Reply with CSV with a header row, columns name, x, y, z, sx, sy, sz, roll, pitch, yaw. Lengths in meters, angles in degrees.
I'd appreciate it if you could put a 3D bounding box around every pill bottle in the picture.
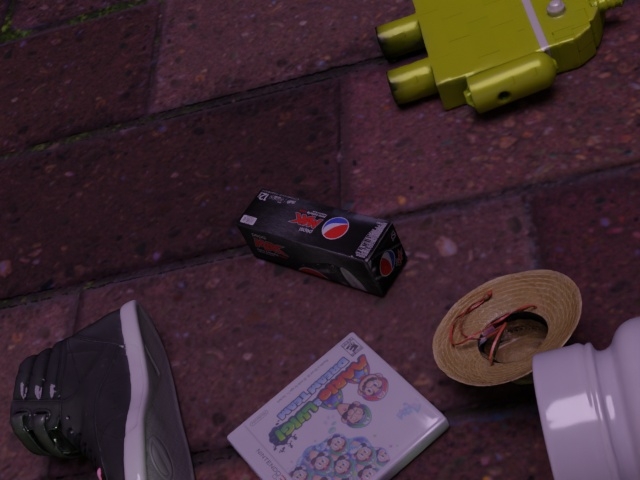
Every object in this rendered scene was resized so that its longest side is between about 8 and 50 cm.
name,x,y,z,sx,sy,sz,roll,pitch,yaw
pill bottle,0.311,0.123,0.864,0.283,0.161,0.161,-13,47,13

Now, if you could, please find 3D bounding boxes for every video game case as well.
name,x,y,z,sx,sy,sz,roll,pitch,yaw
video game case,0.013,0.173,1.053,0.157,0.019,0.143,-39,47,-11

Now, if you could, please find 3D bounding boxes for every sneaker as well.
name,x,y,z,sx,sy,sz,roll,pitch,yaw
sneaker,-0.209,0.191,1.085,0.147,0.104,0.295,-25,40,5

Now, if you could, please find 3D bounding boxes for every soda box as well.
name,x,y,z,sx,sy,sz,roll,pitch,yaw
soda box,0.000,0.000,1.180,0.169,0.060,0.053,16,59,35

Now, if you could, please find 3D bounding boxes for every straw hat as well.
name,x,y,z,sx,sy,sz,roll,pitch,yaw
straw hat,0.175,0.093,1.021,0.144,0.061,0.144,-26,30,17

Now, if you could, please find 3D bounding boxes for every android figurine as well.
name,x,y,z,sx,sy,sz,roll,pitch,yaw
android figurine,0.200,-0.242,1.306,0.273,0.056,0.248,-18,46,12
